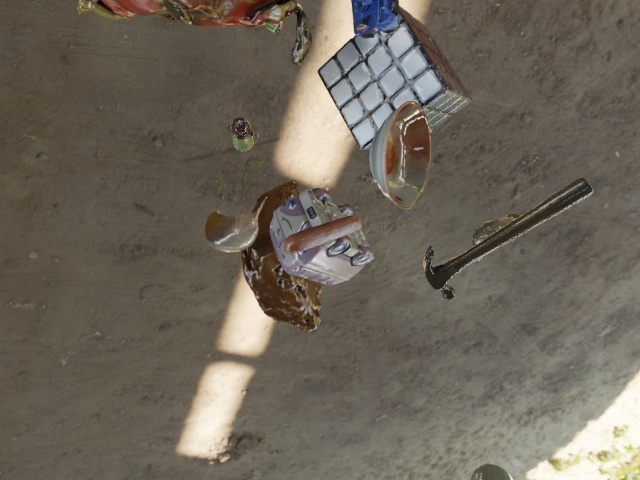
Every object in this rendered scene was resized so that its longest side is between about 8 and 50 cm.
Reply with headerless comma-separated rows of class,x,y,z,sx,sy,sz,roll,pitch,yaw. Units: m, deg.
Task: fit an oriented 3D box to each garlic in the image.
garlic,-0.219,-0.036,1.096,0.198,0.128,0.090,-12,159,37

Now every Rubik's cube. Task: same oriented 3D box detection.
Rubik's cube,0.261,-0.528,1.453,0.337,0.343,0.344,-34,169,34

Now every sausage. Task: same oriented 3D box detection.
sausage,0.007,-0.011,0.691,0.147,0.030,0.035,-21,123,-24

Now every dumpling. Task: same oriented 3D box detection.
dumpling,0.719,-0.044,1.742,0.086,0.166,0.332,22,149,-12

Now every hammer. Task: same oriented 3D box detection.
hammer,0.459,-0.010,1.060,0.440,0.044,0.168,-35,116,19

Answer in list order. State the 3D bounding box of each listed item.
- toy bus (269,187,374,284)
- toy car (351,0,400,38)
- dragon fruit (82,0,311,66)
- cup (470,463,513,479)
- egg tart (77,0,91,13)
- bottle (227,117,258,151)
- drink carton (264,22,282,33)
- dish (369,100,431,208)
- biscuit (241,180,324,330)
toy bus,0.000,0.000,0.837,0.142,0.142,0.202,-33,151,21
toy car,0.087,-0.425,0.763,0.063,0.216,0.103,-11,113,-10
dragon fruit,-0.142,-0.326,0.405,0.291,0.250,0.269,-16,163,6
cup,0.304,0.468,0.746,0.120,0.120,0.141,-38,169,12
egg tart,-0.653,-0.694,1.203,0.049,0.128,0.128,22,117,-34
bottle,-0.167,-0.231,0.907,0.063,0.047,0.101,-10,170,-9
drink carton,-0.202,-0.718,1.181,0.271,0.161,0.108,27,128,-21
dish,0.187,-0.210,1.052,0.260,0.085,0.260,-16,110,-52
biscuit,-0.108,0.048,1.360,0.166,0.395,0.342,-11,126,15
